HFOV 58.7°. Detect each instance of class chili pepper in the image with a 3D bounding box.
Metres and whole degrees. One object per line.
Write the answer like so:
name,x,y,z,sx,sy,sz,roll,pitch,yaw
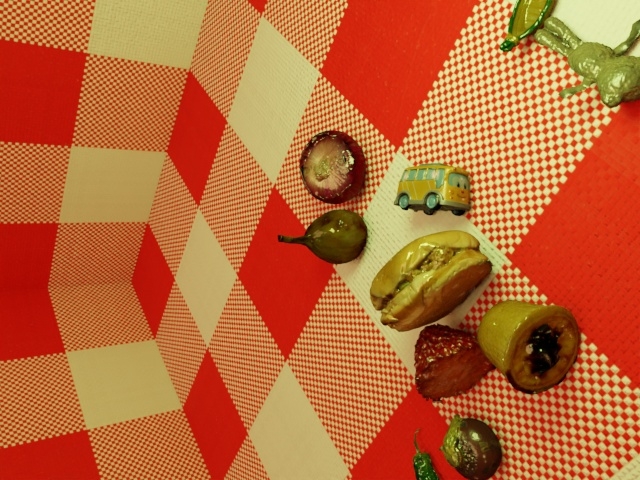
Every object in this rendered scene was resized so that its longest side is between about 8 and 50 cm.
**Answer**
chili pepper,0.327,0.688,1.625,0.279,0.065,0.122,49,120,37

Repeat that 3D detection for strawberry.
strawberry,0.333,0.291,1.492,0.233,0.234,0.178,-63,32,33

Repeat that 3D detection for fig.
fig,0.005,-0.032,1.848,0.190,0.291,0.190,-54,26,42

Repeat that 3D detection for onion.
onion,0.047,-0.240,1.863,0.248,0.161,0.247,17,114,44

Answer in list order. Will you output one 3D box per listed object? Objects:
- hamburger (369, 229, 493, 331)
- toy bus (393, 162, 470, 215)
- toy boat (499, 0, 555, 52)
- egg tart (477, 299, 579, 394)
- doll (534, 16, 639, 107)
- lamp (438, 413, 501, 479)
hamburger,0.283,0.106,1.467,0.304,0.284,0.174,-50,55,46
toy bus,0.310,-0.141,1.554,0.210,0.126,0.136,6,88,53
toy boat,0.488,-0.549,1.324,0.089,0.088,0.229,37,120,45
egg tart,0.475,0.231,1.309,0.171,0.216,0.215,-147,61,-64
doll,0.574,-0.383,1.223,0.286,0.091,0.202,24,77,38
lamp,0.386,0.545,1.477,0.157,0.135,0.156,5,96,51
